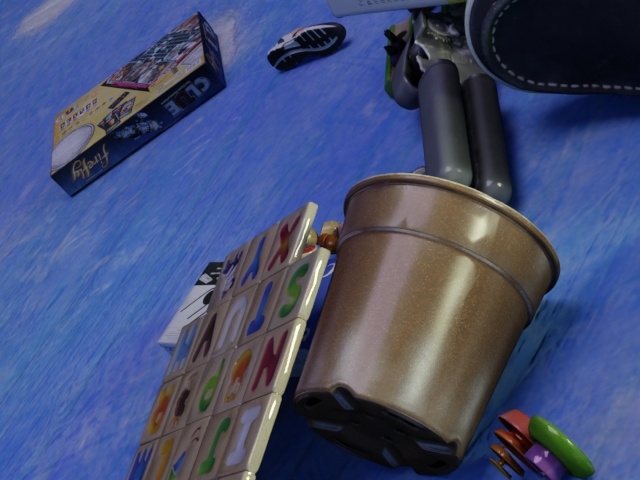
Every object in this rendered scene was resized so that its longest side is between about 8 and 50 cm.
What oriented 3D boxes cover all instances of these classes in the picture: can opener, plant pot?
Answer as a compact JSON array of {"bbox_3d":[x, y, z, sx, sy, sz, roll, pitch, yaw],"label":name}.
[{"bbox_3d":[0.113,-0.110,1.255,0.283,0.076,0.095,-90,24,-48],"label":"can opener"},{"bbox_3d":[0.067,0.067,0.994,0.167,0.167,0.165,-5,54,46],"label":"plant pot"}]

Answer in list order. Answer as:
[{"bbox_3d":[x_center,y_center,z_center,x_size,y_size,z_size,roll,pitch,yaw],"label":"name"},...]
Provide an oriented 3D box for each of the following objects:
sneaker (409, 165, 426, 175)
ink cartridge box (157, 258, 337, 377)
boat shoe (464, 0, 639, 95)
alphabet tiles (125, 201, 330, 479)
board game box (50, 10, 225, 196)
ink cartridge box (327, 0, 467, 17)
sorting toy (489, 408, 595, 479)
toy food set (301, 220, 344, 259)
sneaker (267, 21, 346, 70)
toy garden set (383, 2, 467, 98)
[{"bbox_3d":[0.071,-0.014,1.199,0.135,0.058,0.052,-42,-3,-46],"label":"sneaker"},{"bbox_3d":[-0.046,0.066,1.223,0.207,0.046,0.097,-2,48,47],"label":"ink cartridge box"},{"bbox_3d":[0.306,-0.177,1.008,0.500,0.187,0.156,-4,40,40],"label":"boat shoe"},{"bbox_3d":[-0.092,0.140,1.070,0.285,0.011,0.343,-29,38,60],"label":"alphabet tiles"},{"bbox_3d":[-0.233,-0.174,1.763,0.243,0.042,0.165,-34,30,13],"label":"board game box"},{"bbox_3d":[0.194,-0.351,1.290,0.384,0.160,0.279,0,36,42],"label":"ink cartridge box"},{"bbox_3d":[0.138,0.143,0.895,0.042,0.061,0.102,-45,7,-7],"label":"sorting toy"},{"bbox_3d":[0.000,0.000,1.216,0.077,0.019,0.122,-7,12,33],"label":"toy food set"},{"bbox_3d":[-0.014,-0.230,1.586,0.109,0.040,0.044,-13,38,39],"label":"sneaker"},{"bbox_3d":[0.165,-0.270,1.422,0.244,0.049,0.204,-26,33,25],"label":"toy garden set"}]
